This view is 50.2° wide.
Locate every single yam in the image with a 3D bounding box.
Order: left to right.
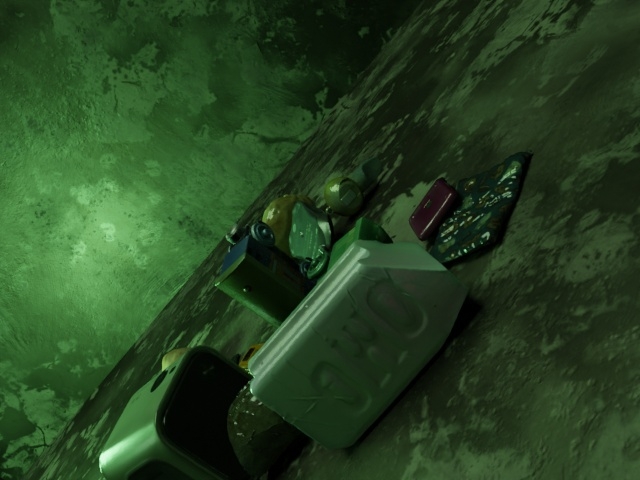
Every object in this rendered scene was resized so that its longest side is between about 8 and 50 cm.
[{"bbox_3d":[-0.072,0.309,1.286,0.254,0.154,0.154,-49,15,18],"label":"yam"}]

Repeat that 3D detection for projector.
[{"bbox_3d":[-0.268,0.403,1.415,0.249,0.248,0.249,-39,19,37],"label":"projector"}]

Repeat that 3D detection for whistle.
[{"bbox_3d":[0.091,-0.154,1.962,0.223,0.123,0.123,-47,14,-14],"label":"whistle"}]

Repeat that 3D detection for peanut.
[{"bbox_3d":[-0.117,-0.025,2.167,0.174,0.158,0.340,87,-161,-49],"label":"peanut"}]

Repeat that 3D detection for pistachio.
[{"bbox_3d":[-0.400,0.379,2.049,0.117,0.145,0.200,-44,5,24],"label":"pistachio"}]

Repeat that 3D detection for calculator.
[{"bbox_3d":[0.233,-0.072,1.445,0.127,0.034,0.190,-55,7,12],"label":"calculator"}]

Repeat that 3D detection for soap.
[{"bbox_3d":[0.068,0.155,1.117,0.347,0.208,0.115,-49,17,5],"label":"soap"}]

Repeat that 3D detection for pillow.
[{"bbox_3d":[0.298,-0.058,1.299,0.189,0.034,0.256,-28,26,51],"label":"pillow"}]

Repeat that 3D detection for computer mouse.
[{"bbox_3d":[0.000,0.000,1.882,0.379,0.090,0.167,-133,48,-63],"label":"computer mouse"}]

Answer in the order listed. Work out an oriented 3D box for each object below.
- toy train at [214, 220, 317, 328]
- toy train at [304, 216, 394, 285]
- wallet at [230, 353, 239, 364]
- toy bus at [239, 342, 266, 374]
[{"bbox_3d":[-0.108,0.095,1.609,0.131,0.299,0.202,-40,26,27],"label":"toy train"},{"bbox_3d":[0.055,0.095,1.465,0.202,0.120,0.301,-39,19,30],"label":"toy train"},{"bbox_3d":[-0.327,0.462,1.852,0.247,0.041,0.323,-44,11,19],"label":"wallet"},{"bbox_3d":[-0.113,0.280,1.564,0.083,0.088,0.194,-57,16,-26],"label":"toy bus"}]
